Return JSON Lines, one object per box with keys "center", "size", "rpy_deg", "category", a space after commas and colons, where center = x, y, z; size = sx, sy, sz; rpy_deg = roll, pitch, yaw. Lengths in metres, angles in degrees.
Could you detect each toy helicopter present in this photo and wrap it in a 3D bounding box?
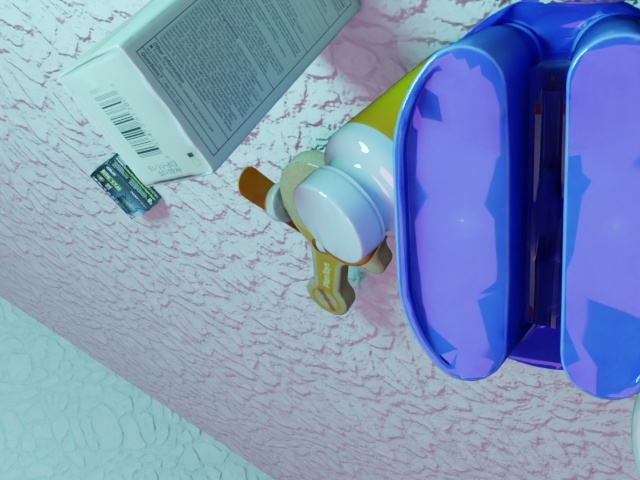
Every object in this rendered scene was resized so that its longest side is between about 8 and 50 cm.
{"center": [0.000, 0.000, 1.059], "size": [0.234, 0.140, 0.355], "rpy_deg": [25, 147, 18], "category": "toy helicopter"}

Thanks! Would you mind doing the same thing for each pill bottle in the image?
{"center": [0.092, -0.091, 0.744], "size": [0.136, 0.245, 0.136], "rpy_deg": [40, 158, 21], "category": "pill bottle"}

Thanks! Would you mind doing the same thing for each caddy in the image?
{"center": [0.194, -0.033, 0.591], "size": [0.241, 0.179, 0.342], "rpy_deg": [4, 107, 26], "category": "caddy"}

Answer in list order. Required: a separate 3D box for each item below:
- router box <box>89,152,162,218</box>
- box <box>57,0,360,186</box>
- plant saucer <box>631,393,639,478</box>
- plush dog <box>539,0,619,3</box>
{"center": [-0.378, -0.104, 1.341], "size": [0.122, 0.038, 0.092], "rpy_deg": [49, 143, -19], "category": "router box"}
{"center": [-0.099, -0.213, 0.725], "size": [0.121, 0.311, 0.148], "rpy_deg": [-5, 128, 44], "category": "box"}
{"center": [0.557, 0.203, 0.765], "size": [0.400, 0.100, 0.401], "rpy_deg": [5, 108, 16], "category": "plant saucer"}
{"center": [0.281, -0.279, 0.462], "size": [0.262, 0.210, 0.226], "rpy_deg": [28, 131, 42], "category": "plush dog"}
